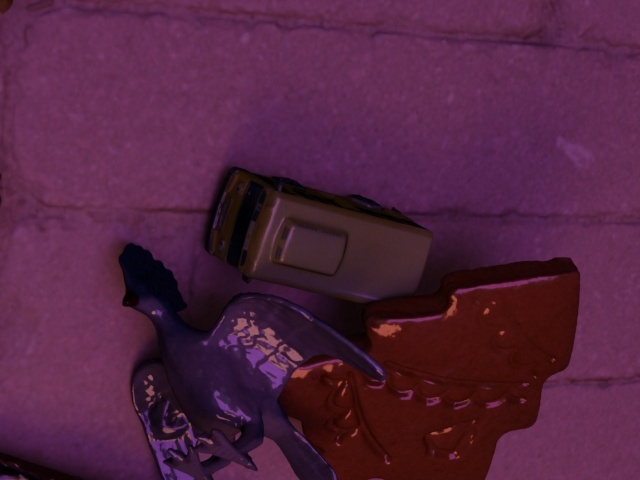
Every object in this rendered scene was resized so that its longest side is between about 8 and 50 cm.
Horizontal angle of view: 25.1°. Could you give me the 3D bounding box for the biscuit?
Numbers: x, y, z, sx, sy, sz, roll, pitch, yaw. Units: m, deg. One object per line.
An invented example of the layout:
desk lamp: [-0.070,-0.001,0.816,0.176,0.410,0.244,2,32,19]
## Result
biscuit: [0.111,0.120,1.275,0.284,0.043,0.306,32,116,-34]

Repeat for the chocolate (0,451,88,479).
chocolate: [-0.201,0.238,1.224,0.329,0.065,0.102,22,115,-28]

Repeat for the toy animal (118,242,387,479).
toy animal: [-0.074,0.116,1.194,0.239,0.176,0.255,-30,125,32]

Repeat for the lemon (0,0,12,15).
lemon: [-0.266,-0.313,0.887,0.364,0.364,0.364,-7,106,-24]

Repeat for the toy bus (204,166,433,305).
toy bus: [0.000,0.000,1.234,0.175,0.101,0.088,14,101,-30]
